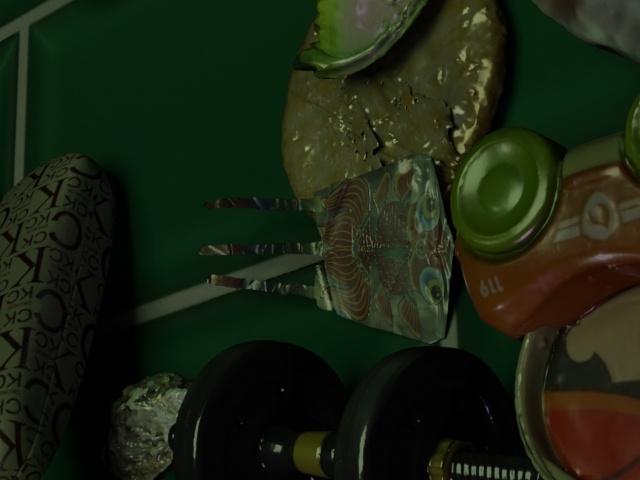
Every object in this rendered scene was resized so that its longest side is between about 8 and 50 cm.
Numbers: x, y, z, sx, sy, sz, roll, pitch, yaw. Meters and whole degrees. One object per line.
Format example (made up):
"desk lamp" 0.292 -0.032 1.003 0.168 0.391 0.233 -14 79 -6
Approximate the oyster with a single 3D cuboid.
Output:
"oyster" -0.136 0.146 1.254 0.098 0.037 0.100 21 93 48

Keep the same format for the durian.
"durian" 0.084 -0.270 1.094 0.375 0.107 0.132 -56 45 9

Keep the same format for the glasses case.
"glasses case" -0.243 0.073 1.293 0.137 0.085 0.354 -29 36 33

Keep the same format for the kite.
"kite" 0.002 0.000 1.141 0.229 0.016 0.127 5 95 39

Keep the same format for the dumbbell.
"dumbbell" 0.015 0.135 1.024 0.325 0.143 0.143 -2 76 46

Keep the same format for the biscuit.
"biscuit" 0.047 -0.105 1.150 0.220 0.033 0.219 -18 64 42

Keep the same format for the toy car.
"toy car" 0.186 0.042 0.872 0.235 0.145 0.235 -18 64 40

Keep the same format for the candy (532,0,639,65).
"candy" 0.229 -0.192 0.898 0.289 0.157 0.214 30 104 42
